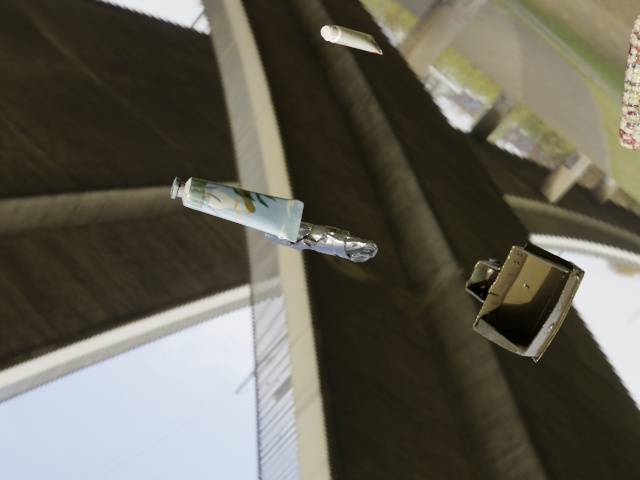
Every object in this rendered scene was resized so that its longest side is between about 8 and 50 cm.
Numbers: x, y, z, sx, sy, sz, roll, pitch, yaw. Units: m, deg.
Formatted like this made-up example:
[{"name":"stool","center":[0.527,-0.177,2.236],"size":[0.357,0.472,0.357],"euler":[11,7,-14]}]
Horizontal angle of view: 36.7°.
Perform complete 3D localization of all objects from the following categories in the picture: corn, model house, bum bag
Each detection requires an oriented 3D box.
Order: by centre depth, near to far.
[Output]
[{"name":"corn","center":[0.612,-0.298,1.815],"size":[0.092,0.281,0.092],"euler":[-4,-152,2]},{"name":"model house","center":[0.427,0.117,1.984],"size":[0.204,0.211,0.243],"euler":[32,-169,31]},{"name":"bum bag","center":[0.000,0.000,2.101],"size":[0.248,0.060,0.123],"euler":[8,164,-4]}]

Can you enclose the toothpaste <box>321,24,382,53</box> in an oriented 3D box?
[{"name":"toothpaste","center":[0.060,-0.384,1.835],"size":[0.190,0.031,0.048],"euler":[-5,-120,-58]}]

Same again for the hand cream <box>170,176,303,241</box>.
[{"name":"hand cream","center":[-0.168,-0.074,1.962],"size":[0.271,0.091,0.058],"euler":[16,158,-13]}]
